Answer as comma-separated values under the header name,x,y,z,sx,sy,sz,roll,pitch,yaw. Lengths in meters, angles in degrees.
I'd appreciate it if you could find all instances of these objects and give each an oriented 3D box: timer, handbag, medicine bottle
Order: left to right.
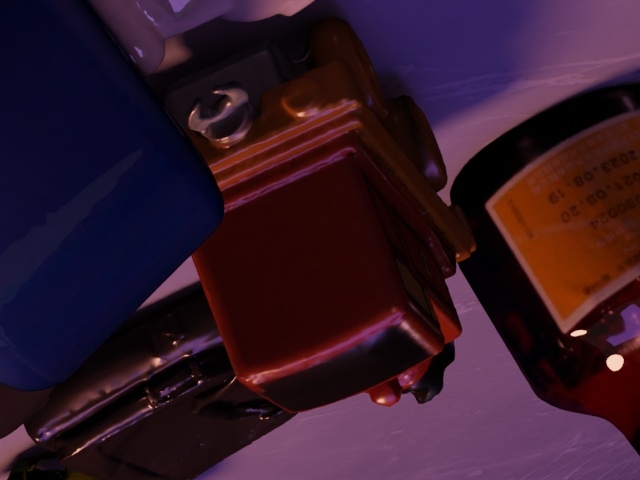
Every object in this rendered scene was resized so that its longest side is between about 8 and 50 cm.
name,x,y,z,sx,sy,sz,roll,pitch,yaw
timer,-0.067,-0.143,0.885,0.383,0.270,0.270,-37,159,-3
handbag,-0.112,0.131,1.666,0.244,0.088,0.275,-29,157,8
medicine bottle,0.279,0.086,1.512,0.243,0.395,0.242,-23,159,-10

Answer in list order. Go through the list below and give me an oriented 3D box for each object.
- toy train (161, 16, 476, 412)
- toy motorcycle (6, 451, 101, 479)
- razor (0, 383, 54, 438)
name,x,y,z,sx,sy,sz,roll,pitch,yaw
toy train,0.000,0.000,1.248,0.163,0.231,0.369,-22,158,11
toy motorcycle,-0.216,0.298,1.840,0.142,0.206,0.342,-18,174,10
razor,-0.343,0.103,1.330,0.349,0.113,0.204,-5,150,-36
